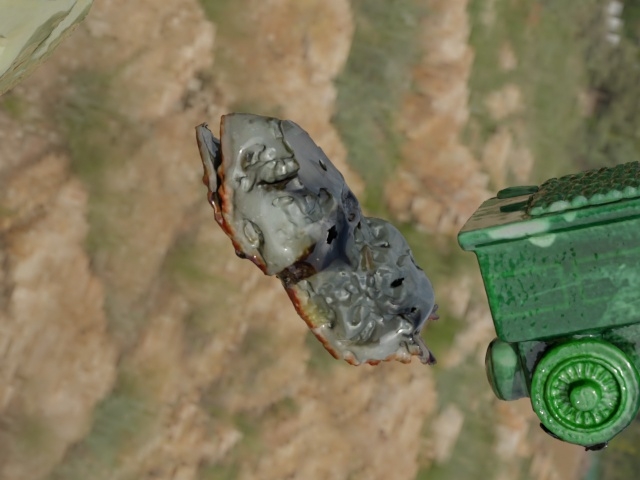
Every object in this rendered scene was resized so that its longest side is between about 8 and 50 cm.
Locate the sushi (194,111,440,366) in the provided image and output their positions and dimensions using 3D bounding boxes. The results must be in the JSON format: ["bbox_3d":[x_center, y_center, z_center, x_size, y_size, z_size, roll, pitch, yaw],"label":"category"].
[{"bbox_3d":[0.000,0.000,1.760,0.332,0.130,0.124,51,30,-21],"label":"sushi"}]

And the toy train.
[{"bbox_3d":[0.248,0.045,1.324,0.145,0.266,0.202,-43,120,-70],"label":"toy train"}]

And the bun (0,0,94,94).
[{"bbox_3d":[-0.243,-0.230,1.157,0.364,0.202,0.364,-59,164,-28],"label":"bun"}]
